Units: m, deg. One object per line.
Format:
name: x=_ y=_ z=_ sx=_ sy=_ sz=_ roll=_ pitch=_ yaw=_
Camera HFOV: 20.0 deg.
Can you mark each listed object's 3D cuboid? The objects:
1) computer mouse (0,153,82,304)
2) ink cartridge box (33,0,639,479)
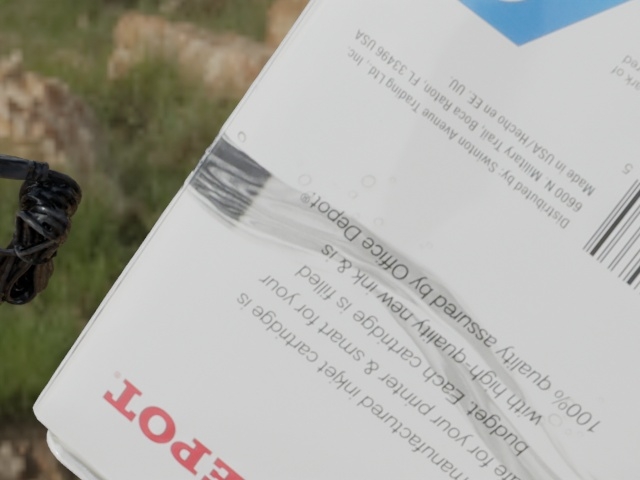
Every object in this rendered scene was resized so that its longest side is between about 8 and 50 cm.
computer mouse: x=-0.278 y=-0.007 z=1.117 sx=0.262 sy=0.184 sz=0.060 roll=13 pitch=61 yaw=-20
ink cartridge box: x=0.087 y=0.017 z=0.920 sx=0.285 sy=0.395 sz=0.166 roll=39 pitch=16 yaw=9
